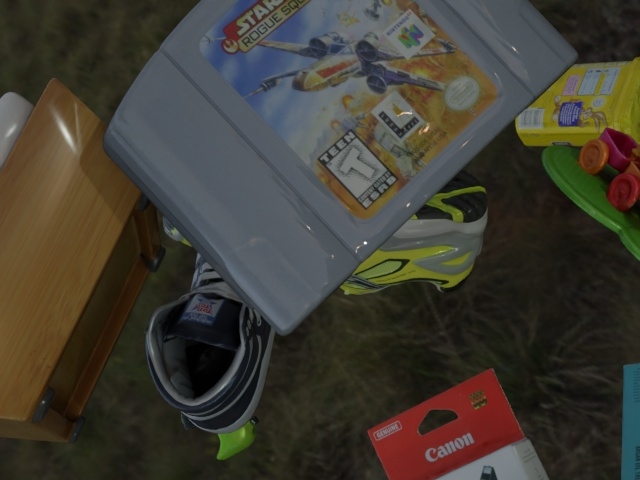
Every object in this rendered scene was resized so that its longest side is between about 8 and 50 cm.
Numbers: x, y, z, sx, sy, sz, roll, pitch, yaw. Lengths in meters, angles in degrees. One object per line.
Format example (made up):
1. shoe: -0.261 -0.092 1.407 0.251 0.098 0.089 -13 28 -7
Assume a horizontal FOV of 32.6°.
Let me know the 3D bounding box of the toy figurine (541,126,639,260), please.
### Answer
1. toy figurine: 0.271 -0.078 0.807 0.159 0.130 0.173 -58 33 27

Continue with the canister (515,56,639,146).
1. canister: 0.358 -0.182 1.460 0.170 0.073 0.126 4 59 40

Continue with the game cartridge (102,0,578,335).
1. game cartridge: 0.014 -0.105 0.726 0.297 0.198 0.062 -43 3 -21

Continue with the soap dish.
1. soap dish: -0.208 0.039 0.814 0.291 0.118 0.229 117 177 -75

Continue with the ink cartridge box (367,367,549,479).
1. ink cartridge box: 0.201 0.358 1.665 0.275 0.060 0.239 -34 76 34

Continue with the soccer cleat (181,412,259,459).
1. soccer cleat: -0.148 0.181 1.307 0.072 0.179 0.060 -38 -10 1

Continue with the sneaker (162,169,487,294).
1. sneaker: 0.000 0.000 1.281 0.145 0.385 0.147 -70 -21 -51

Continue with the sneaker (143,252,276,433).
1. sneaker: -0.085 0.031 0.998 0.153 0.099 0.282 55 -139 -74

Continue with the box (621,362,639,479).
1. box: 0.339 0.246 1.082 0.060 0.100 0.244 -10 42 26
